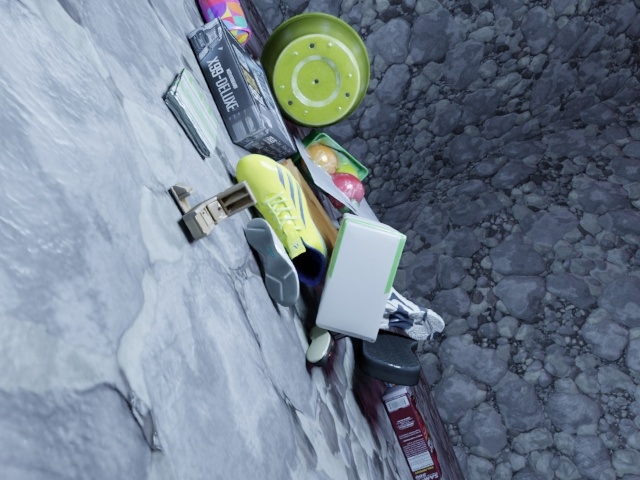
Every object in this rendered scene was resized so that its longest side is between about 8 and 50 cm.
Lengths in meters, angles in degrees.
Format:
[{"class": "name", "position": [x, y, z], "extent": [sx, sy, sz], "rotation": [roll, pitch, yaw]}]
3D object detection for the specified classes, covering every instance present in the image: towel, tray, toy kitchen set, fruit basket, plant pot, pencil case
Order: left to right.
[{"class": "towel", "position": [-0.202, -0.204, 0.765], "extent": [0.152, 0.023, 0.113], "rotation": [-104, 169, -57]}, {"class": "toy kitchen set", "position": [-0.131, -0.053, 0.589], "extent": [0.068, 0.075, 0.083], "rotation": [62, 5, -14]}, {"class": "pencil case", "position": [-0.260, -0.594, 1.192], "extent": [0.236, 0.105, 0.104], "rotation": [65, 9, 6]}, {"class": "plant pot", "position": [-0.013, -0.491, 1.436], "extent": [0.353, 0.367, 0.366], "rotation": [-95, 159, -67]}, {"class": "tray", "position": [0.000, 0.000, 1.213], "extent": [0.411, 0.076, 0.202], "rotation": [52, 16, -53]}, {"class": "fruit basket", "position": [0.040, -0.176, 1.469], "extent": [0.327, 0.165, 0.352], "rotation": [33, 27, -37]}]

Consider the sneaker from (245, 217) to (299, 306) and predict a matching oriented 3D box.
[{"class": "sneaker", "position": [-0.070, 0.035, 0.784], "extent": [0.061, 0.054, 0.152], "rotation": [36, 30, -77]}]

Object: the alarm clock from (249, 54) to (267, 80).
[{"class": "alarm clock", "position": [-0.168, -0.411, 1.319], "extent": [0.129, 0.064, 0.191], "rotation": [-114, -178, -67]}]

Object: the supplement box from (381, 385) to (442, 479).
[{"class": "supplement box", "position": [0.249, 0.518, 1.304], "extent": [0.130, 0.073, 0.239], "rotation": [31, 36, -75]}]

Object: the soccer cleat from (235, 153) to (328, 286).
[{"class": "soccer cleat", "position": [-0.061, -0.031, 0.886], "extent": [0.121, 0.094, 0.289], "rotation": [-98, 162, -52]}]

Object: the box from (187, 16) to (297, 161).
[{"class": "box", "position": [-0.162, -0.318, 1.086], "extent": [0.307, 0.077, 0.242], "rotation": [-2, 68, -80]}]

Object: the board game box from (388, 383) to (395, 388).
[{"class": "board game box", "position": [0.260, 0.487, 1.562], "extent": [0.136, 0.035, 0.201], "rotation": [70, 10, 24]}]

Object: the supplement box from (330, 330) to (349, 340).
[{"class": "supplement box", "position": [0.034, 0.179, 1.003], "extent": [0.083, 0.055, 0.043], "rotation": [-30, 97, -80]}]

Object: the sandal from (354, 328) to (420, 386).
[{"class": "sandal", "position": [0.152, 0.293, 1.179], "extent": [0.446, 0.168, 0.106], "rotation": [3, 99, -80]}]

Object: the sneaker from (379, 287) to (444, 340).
[{"class": "sneaker", "position": [0.210, 0.177, 1.281], "extent": [0.153, 0.235, 0.093], "rotation": [-112, -142, -56]}]

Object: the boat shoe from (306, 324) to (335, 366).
[{"class": "boat shoe", "position": [0.004, 0.185, 0.834], "extent": [0.042, 0.049, 0.133], "rotation": [56, 6, -8]}]

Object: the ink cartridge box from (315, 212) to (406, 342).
[{"class": "ink cartridge box", "position": [0.074, 0.058, 0.955], "extent": [0.273, 0.115, 0.198], "rotation": [-65, 170, -84]}]

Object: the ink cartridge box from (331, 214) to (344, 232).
[{"class": "ink cartridge box", "position": [0.072, 0.034, 1.452], "extent": [0.206, 0.097, 0.046], "rotation": [69, 10, 22]}]
